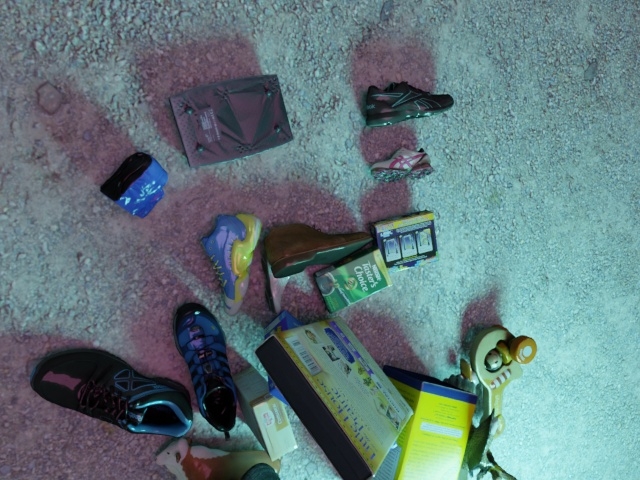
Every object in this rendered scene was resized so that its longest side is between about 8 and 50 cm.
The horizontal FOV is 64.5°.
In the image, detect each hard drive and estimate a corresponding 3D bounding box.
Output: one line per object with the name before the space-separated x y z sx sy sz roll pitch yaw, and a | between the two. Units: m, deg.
hard drive | -0.199 -0.271 1.145 0.254 0.054 0.172 -20 105 -23

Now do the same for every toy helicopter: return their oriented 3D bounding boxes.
toy helicopter | 0.511 0.438 1.534 0.234 0.140 0.355 -6 101 -23

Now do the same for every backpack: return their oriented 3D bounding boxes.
backpack | -0.378 -0.118 1.056 0.120 0.098 0.101 -55 144 -10

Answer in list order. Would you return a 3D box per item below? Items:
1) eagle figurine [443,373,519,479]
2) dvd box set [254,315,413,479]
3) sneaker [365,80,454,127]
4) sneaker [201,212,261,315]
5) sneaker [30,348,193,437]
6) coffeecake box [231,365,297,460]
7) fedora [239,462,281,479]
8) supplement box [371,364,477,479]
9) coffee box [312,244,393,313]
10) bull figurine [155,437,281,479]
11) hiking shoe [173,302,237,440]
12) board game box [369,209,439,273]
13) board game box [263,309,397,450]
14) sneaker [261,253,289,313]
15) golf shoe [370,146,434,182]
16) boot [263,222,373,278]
eagle figurine | 0.435 0.557 1.439 0.298 0.226 0.225 55 42 -27
dvd box set | 0.052 0.316 1.099 0.062 0.420 0.308 -42 75 12
sneaker | 0.236 -0.366 1.322 0.267 0.101 0.106 -16 100 -24
sneaker | -0.219 0.049 1.170 0.126 0.091 0.240 13 91 -8
sneaker | -0.421 0.322 1.061 0.340 0.139 0.125 22 88 -25
coffeecake box | -0.136 0.397 1.182 0.068 0.185 0.142 -22 105 -22
fedora | -0.181 0.641 1.086 0.152 0.334 0.334 -6 101 14
supplement box | 0.249 0.547 1.363 0.195 0.194 0.357 20 83 -23
coffee box | 0.084 0.100 1.311 0.184 0.040 0.113 -23 106 -6
bull figurine | -0.240 0.567 1.202 0.310 0.101 0.189 13 94 -24
hiking shoe | -0.244 0.286 1.146 0.113 0.132 0.304 -21 105 -22
board game box | 0.226 0.004 1.369 0.170 0.048 0.141 -13 103 -11
board game box | 0.020 0.348 1.222 0.078 0.233 0.347 -43 114 12
sneaker | -0.104 0.104 1.238 0.061 0.053 0.152 -8 99 -28
golf shoe | 0.210 -0.204 1.355 0.186 0.067 0.086 -8 73 -25
boot | 0.000 0.000 1.253 0.305 0.112 0.115 -11 66 -36
